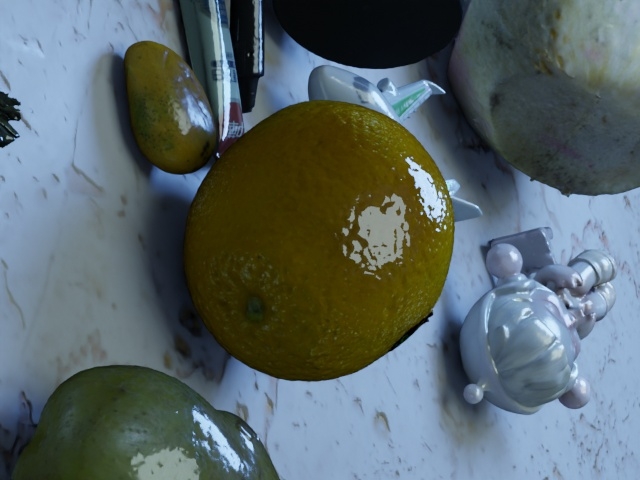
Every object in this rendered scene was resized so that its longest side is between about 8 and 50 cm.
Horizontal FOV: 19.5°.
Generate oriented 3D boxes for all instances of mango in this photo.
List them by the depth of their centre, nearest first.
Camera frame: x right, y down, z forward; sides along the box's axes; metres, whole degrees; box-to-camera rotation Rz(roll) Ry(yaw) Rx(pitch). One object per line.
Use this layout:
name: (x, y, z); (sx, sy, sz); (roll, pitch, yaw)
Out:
mango: (-0.124, -0.107, 1.494); (0.079, 0.057, 0.114); (-31, 97, -56)

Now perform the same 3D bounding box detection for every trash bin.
trash bin: (0.062, -0.341, 1.761); (0.214, 0.214, 0.333); (45, 43, -44)

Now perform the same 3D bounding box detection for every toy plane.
toy plane: (0.053, -0.075, 1.749); (0.255, 0.101, 0.251); (45, 41, -38)

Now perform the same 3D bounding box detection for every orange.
orange: (0.000, 0.000, 1.498); (0.236, 0.236, 0.236); (33, 50, -52)

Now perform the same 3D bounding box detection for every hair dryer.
hair dryer: (-0.062, -0.237, 1.643); (0.114, 0.071, 0.248); (-141, -131, -80)

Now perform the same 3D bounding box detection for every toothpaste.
toothpaste: (-0.097, -0.181, 1.591); (0.062, 0.039, 0.239); (-4, 83, -68)

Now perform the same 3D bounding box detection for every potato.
potato: (-0.106, 0.193, 1.294); (0.251, 0.159, 0.174); (36, 73, -34)

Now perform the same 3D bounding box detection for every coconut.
coconut: (0.312, -0.233, 2.047); (0.353, 0.353, 0.352); (33, 50, -52)

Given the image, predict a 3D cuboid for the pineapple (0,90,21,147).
pineapple: (-0.255, -0.125, 1.244); (0.159, 0.074, 0.074); (62, 32, -27)

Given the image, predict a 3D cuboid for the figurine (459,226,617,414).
figurine: (0.214, 0.086, 1.946); (0.257, 0.145, 0.181); (-45, 137, -60)
